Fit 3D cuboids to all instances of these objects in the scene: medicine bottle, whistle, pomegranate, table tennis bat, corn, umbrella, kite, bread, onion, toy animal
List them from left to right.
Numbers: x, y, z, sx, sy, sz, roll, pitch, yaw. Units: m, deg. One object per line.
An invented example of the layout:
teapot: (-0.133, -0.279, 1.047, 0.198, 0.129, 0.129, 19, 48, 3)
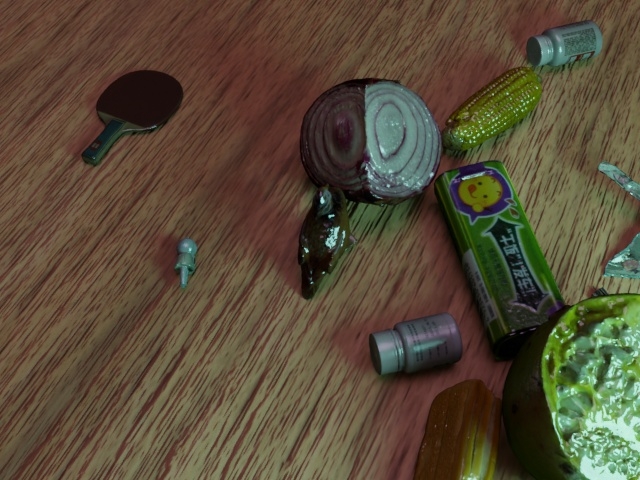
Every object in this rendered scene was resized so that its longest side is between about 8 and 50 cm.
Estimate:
table tennis bat: (-0.374, -0.244, 1.632, 0.154, 0.021, 0.274, 20, 53, 14)
whistle: (-0.226, 0.035, 1.410, 0.035, 0.035, 0.100, 0, 53, -1)
toy animal: (0.000, 0.000, 1.363, 0.089, 0.179, 0.188, 14, 79, 12)
onion: (0.089, -0.170, 1.481, 0.206, 0.216, 0.207, 1, 4, -40)
medicine bottle: (0.145, 0.161, 1.292, 0.130, 0.080, 0.080, -12, 53, -9)
bread: (0.194, 0.294, 1.177, 0.077, 0.116, 0.200, 28, 53, -11)
corn: (0.331, -0.253, 1.610, 0.261, 0.097, 0.097, -34, 60, -23)
medicine bottle: (0.502, -0.404, 1.740, 0.140, 0.079, 0.079, -15, 54, -13)
umbrella: (0.473, 0.105, 1.384, 0.031, 0.020, 0.083, -24, 62, -18)
pomegranate: (0.406, 0.253, 1.163, 0.309, 0.216, 0.358, -30, 89, -24)
kite: (0.614, -0.036, 1.461, 0.335, 0.011, 0.314, -41, 76, -14)

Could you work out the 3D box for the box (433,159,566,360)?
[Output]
box: (0.297, 0.028, 1.392, 0.134, 0.097, 0.345, -14, 54, -2)
